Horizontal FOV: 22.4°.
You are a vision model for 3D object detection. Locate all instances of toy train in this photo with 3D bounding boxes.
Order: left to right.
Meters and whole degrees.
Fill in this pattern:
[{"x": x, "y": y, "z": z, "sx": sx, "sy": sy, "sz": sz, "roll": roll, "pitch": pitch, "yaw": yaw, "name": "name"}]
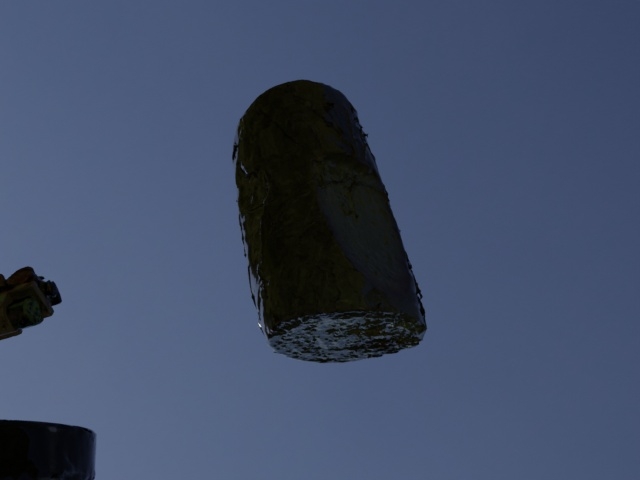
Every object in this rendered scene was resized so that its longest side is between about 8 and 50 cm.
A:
[{"x": -0.350, "y": 0.083, "z": 1.455, "sx": 0.249, "sy": 0.085, "sz": 0.053, "roll": -16, "pitch": -63, "yaw": 16, "name": "toy train"}]

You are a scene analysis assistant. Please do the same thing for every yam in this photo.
[{"x": 0.000, "y": 0.000, "z": 1.402, "sx": 0.154, "sy": 0.154, "sz": 0.254, "roll": -39, "pitch": -131, "yaw": 28, "name": "yam"}]

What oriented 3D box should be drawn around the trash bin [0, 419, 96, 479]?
[{"x": -0.230, "y": 0.250, "z": 0.873, "sx": 0.252, "sy": 0.203, "sz": 0.302, "roll": -1, "pitch": -100, "yaw": 12, "name": "trash bin"}]
